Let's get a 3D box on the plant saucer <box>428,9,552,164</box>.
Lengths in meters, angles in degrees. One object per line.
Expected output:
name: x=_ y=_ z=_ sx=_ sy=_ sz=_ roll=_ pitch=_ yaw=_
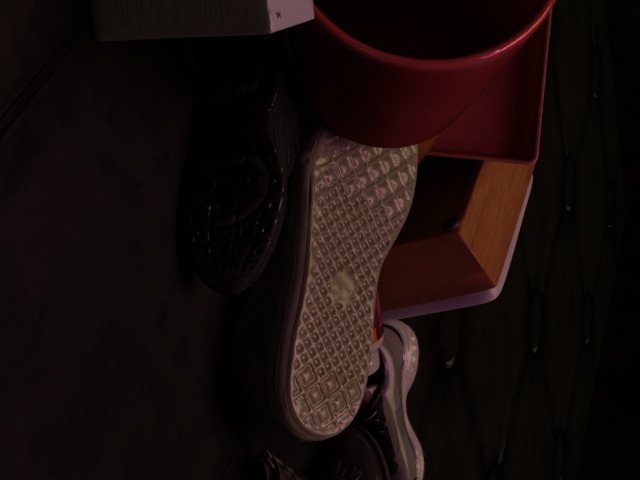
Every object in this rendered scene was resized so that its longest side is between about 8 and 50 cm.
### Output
plant saucer: x=0.165 y=-0.221 z=1.530 sx=0.048 sy=0.258 sz=0.259 roll=77 pitch=21 yaw=-70

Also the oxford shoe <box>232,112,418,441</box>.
oxford shoe: x=0.000 y=0.000 z=1.285 sx=0.169 sy=0.130 sz=0.449 roll=26 pitch=68 yaw=-35

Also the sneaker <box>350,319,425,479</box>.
sneaker: x=0.073 y=0.242 z=1.549 sx=0.108 sy=0.100 sz=0.271 roll=-1 pitch=87 yaw=-56

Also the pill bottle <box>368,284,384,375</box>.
pill bottle: x=0.033 y=0.091 z=1.434 sx=0.086 sy=0.086 sz=0.152 roll=-50 pitch=136 yaw=-56

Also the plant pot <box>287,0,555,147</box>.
plant pot: x=0.079 y=-0.230 z=1.151 sx=0.243 sy=0.275 sz=0.275 roll=107 pitch=-5 yaw=-67

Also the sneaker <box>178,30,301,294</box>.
sneaker: x=-0.065 y=-0.082 z=1.173 sx=0.130 sy=0.109 sz=0.286 roll=43 pitch=54 yaw=-69

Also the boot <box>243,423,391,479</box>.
boot: x=-0.009 y=0.296 z=1.343 sx=0.229 sy=0.091 sz=0.263 roll=46 pitch=35 yaw=-44

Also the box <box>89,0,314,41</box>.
box: x=-0.103 y=-0.239 z=0.972 sx=0.091 sy=0.170 sz=0.130 roll=-38 pitch=126 yaw=-62

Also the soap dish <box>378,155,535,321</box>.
soap dish: x=0.155 y=-0.030 z=1.562 sx=0.118 sy=0.229 sz=0.291 roll=57 pitch=38 yaw=-28

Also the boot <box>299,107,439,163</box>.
boot: x=0.035 y=-0.203 z=1.397 sx=0.211 sy=0.104 sz=0.295 roll=-46 pitch=109 yaw=-21
